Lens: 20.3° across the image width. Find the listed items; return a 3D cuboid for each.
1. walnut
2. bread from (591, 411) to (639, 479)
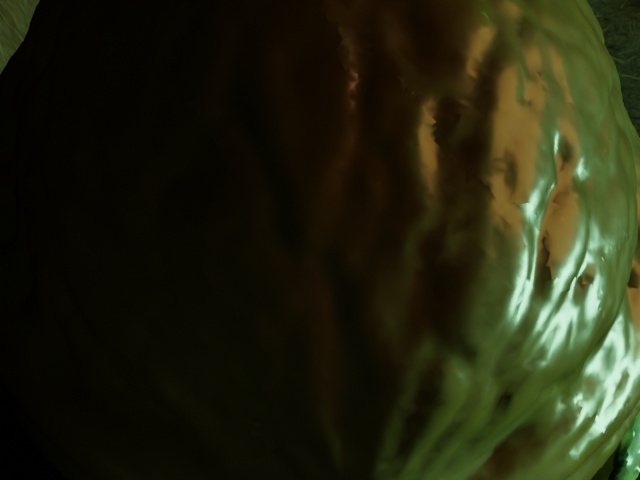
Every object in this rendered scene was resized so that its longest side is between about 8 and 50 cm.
[{"bbox_3d":[0.000,0.000,0.745,0.333,0.333,0.333,59,7,-12],"label":"walnut"},{"bbox_3d":[0.068,0.078,0.897,0.045,0.301,0.301,23,28,-32],"label":"bread"}]
